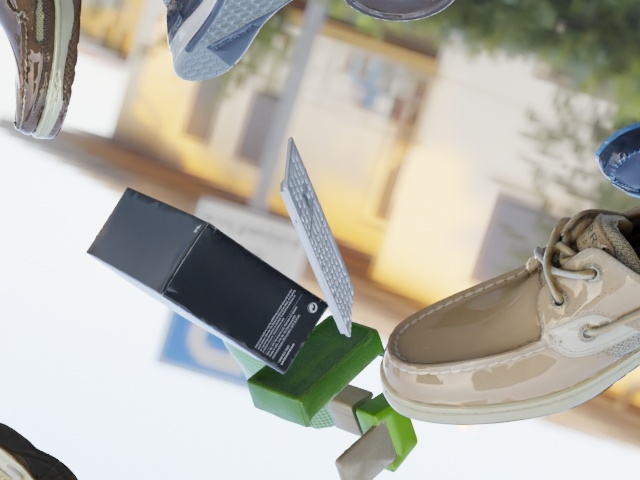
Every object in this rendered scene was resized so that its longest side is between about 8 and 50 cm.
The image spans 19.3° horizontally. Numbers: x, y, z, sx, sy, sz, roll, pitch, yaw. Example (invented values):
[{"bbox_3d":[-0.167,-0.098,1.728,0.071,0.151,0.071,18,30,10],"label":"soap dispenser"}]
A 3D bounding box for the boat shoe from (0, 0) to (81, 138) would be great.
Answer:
[{"bbox_3d":[-0.247,-0.214,1.552,0.095,0.257,0.095,4,179,-15],"label":"boat shoe"}]

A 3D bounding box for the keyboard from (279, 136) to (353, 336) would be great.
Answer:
[{"bbox_3d":[0.000,0.000,1.997,0.014,0.072,0.256,-2,140,17],"label":"keyboard"}]

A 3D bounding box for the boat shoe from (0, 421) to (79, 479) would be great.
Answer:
[{"bbox_3d":[-0.285,0.231,1.845,0.135,0.045,0.050,37,-150,22],"label":"boat shoe"}]

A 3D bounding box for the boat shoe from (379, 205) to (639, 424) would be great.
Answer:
[{"bbox_3d":[0.196,0.026,1.308,0.341,0.110,0.122,-19,-143,3],"label":"boat shoe"}]

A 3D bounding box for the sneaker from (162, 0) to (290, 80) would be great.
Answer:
[{"bbox_3d":[-0.076,-0.260,1.575,0.086,0.226,0.163,2,-118,-38],"label":"sneaker"}]

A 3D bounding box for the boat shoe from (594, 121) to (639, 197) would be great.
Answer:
[{"bbox_3d":[0.403,-0.068,1.948,0.258,0.109,0.089,2,-126,-30],"label":"boat shoe"}]

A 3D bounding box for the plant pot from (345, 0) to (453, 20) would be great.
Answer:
[{"bbox_3d":[0.070,-0.316,1.653,0.215,0.230,0.215,2,148,1],"label":"plant pot"}]

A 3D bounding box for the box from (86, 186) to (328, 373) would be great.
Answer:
[{"bbox_3d":[-0.135,0.042,2.173,0.184,0.103,0.261,37,173,-26],"label":"box"}]

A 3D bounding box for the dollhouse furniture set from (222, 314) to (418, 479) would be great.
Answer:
[{"bbox_3d":[-0.052,0.196,2.385,0.301,0.198,0.151,16,-135,44],"label":"dollhouse furniture set"}]
